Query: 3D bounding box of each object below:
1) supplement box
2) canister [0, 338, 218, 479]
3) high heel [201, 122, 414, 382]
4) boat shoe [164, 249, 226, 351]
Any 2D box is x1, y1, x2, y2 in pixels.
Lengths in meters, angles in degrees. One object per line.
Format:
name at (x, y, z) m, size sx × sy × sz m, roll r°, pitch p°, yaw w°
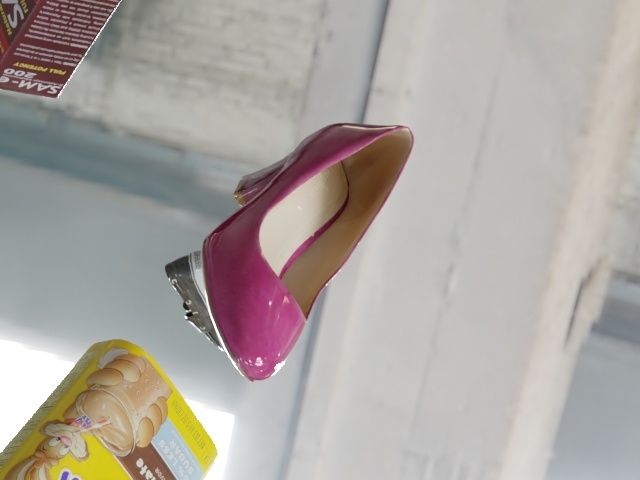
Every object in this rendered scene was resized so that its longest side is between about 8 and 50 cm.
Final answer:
supplement box at (-0.205, -0.243, 1.485) m, size 0.073 × 0.239 × 0.130 m, roll 7°, pitch -134°, yaw -37°
canister at (-0.151, 0.161, 1.189) m, size 0.073 × 0.126 × 0.170 m, roll -13°, pitch -151°, yaw 43°
high heel at (0.000, 0.000, 1.136) m, size 0.117 × 0.082 × 0.244 m, roll -22°, pitch -161°, yaw 16°
boat shoe at (-0.115, 0.060, 1.783) m, size 0.040 × 0.142 × 0.049 m, roll -14°, pitch -131°, yaw 4°
